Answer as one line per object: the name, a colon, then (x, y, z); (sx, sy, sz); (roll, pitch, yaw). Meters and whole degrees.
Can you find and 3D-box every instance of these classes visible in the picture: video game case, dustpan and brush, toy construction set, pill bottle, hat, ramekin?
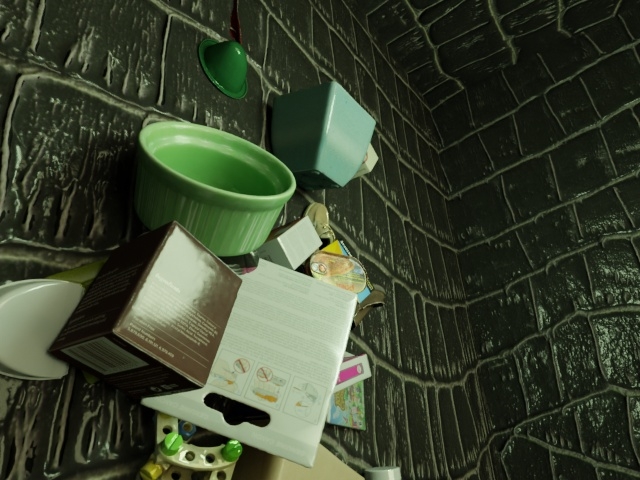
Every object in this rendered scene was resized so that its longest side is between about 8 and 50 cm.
video game case: (0.069, 0.428, 1.248); (0.193, 0.023, 0.212); (35, 46, -44)
dustpan and brush: (-0.452, 0.113, 0.587); (0.211, 0.060, 0.147); (29, 60, -56)
toy construction set: (-0.221, 0.424, 0.641); (0.215, 0.151, 0.327); (31, 43, -10)
pill bottle: (0.178, 0.729, 1.156); (0.119, 0.119, 0.208); (26, 53, -50)
hat: (-0.214, -0.519, 1.181); (0.209, 0.184, 0.172); (24, 54, -50)
ramekin: (-0.216, -0.102, 0.856); (0.304, 0.148, 0.303); (20, 27, -11)

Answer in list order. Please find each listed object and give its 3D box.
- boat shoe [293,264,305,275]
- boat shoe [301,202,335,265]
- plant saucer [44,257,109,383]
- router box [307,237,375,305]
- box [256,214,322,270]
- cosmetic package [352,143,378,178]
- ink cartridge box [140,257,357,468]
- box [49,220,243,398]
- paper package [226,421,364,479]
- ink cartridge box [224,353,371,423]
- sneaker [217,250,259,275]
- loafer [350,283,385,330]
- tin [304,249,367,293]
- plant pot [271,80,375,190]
boat shoe: (-0.090, 0.161, 1.061); (0.091, 0.115, 0.302); (55, 33, -34)
boat shoe: (0.000, 0.000, 1.307); (0.109, 0.098, 0.302); (44, 40, -36)
plant saucer: (-0.345, 0.118, 0.750); (0.188, 0.045, 0.188); (-28, 96, -59)
router box: (0.060, 0.095, 1.192); (0.178, 0.046, 0.133); (56, 41, 1)
box: (-0.098, 0.020, 1.112); (0.090, 0.130, 0.170); (63, 31, -10)
cosmetic package: (0.071, -0.378, 1.587); (0.296, 0.153, 0.129); (56, 35, -20)
ink cartridge box: (-0.113, 0.215, 0.854); (0.309, 0.091, 0.384); (21, 45, 0)
box: (-0.260, 0.113, 0.676); (0.167, 0.169, 0.203); (48, 38, -33)
paper package: (-0.068, 0.562, 0.817); (0.309, 0.168, 0.324); (50, 35, -30)
ink cartridge box: (-0.047, 0.329, 0.972); (0.371, 0.176, 0.069); (2, 73, -57)
sneaker: (-0.215, 0.020, 0.904); (0.077, 0.179, 0.071); (-81, 177, -54)
loafer: (0.071, 0.207, 1.292); (0.366, 0.134, 0.130); (1, 75, -47)
tin: (0.042, 0.088, 1.119); (0.190, 0.040, 0.106); (14, 54, -34)
plant pot: (-0.007, -0.298, 1.346); (0.248, 0.247, 0.252); (26, 70, -50)
